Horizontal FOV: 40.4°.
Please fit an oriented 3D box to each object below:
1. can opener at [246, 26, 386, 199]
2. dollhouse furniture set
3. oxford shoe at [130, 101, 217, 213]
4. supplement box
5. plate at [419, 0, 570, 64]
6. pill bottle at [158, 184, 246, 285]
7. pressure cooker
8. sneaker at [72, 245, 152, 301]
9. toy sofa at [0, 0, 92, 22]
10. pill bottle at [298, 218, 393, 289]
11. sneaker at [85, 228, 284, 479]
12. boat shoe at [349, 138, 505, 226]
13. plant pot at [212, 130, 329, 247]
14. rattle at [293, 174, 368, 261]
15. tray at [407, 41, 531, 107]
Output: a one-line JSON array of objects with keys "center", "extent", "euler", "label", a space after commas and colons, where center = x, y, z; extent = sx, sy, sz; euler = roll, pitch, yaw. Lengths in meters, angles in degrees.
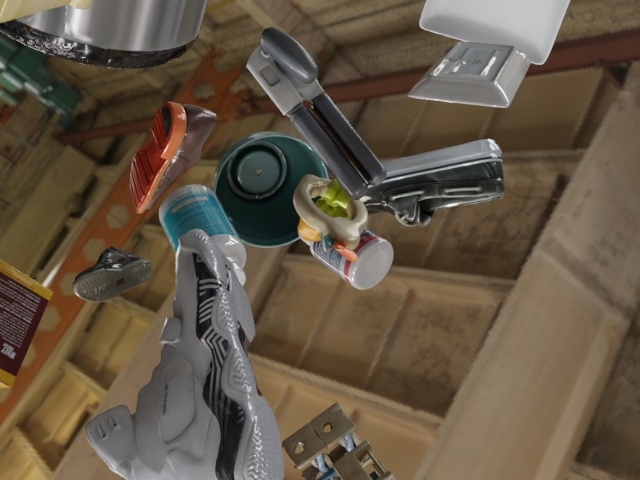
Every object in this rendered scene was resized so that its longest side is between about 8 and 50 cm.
[{"center": [-0.006, -0.192, 1.302], "extent": [0.076, 0.283, 0.095], "euler": [-37, 175, -11], "label": "can opener"}, {"center": [0.041, 0.413, 1.533], "extent": [0.129, 0.129, 0.183], "euler": [-34, -135, -9], "label": "dollhouse furniture set"}, {"center": [-0.262, -0.134, 1.530], "extent": [0.271, 0.098, 0.096], "euler": [-48, -126, 46], "label": "oxford shoe"}, {"center": [-0.617, 0.136, 1.532], "extent": [0.129, 0.191, 0.194], "euler": [-10, -127, 37], "label": "supplement box"}, {"center": [0.370, -0.523, 1.757], "extent": [0.045, 0.277, 0.278], "euler": [-67, 175, -54], "label": "plate"}, {"center": [-0.259, 0.006, 1.961], "extent": [0.146, 0.146, 0.264], "euler": [-44, -130, 14], "label": "pill bottle"}, {"center": [-0.306, -0.507, 1.270], "extent": [0.375, 0.370, 0.420], "euler": [-85, -167, -56], "label": "pressure cooker"}, {"center": [-0.521, 0.079, 2.073], "extent": [0.118, 0.222, 0.083], "euler": [24, -67, 31], "label": "sneaker"}, {"center": [-0.333, -0.420, 0.891], "extent": [0.177, 0.362, 0.150], "euler": [-33, 176, -42], "label": "toy sofa"}, {"center": [0.043, 0.007, 1.676], "extent": [0.180, 0.108, 0.108], "euler": [35, -94, 38], "label": "pill bottle"}, {"center": [-0.185, 0.168, 1.092], "extent": [0.210, 0.137, 0.365], "euler": [-19, -114, 6], "label": "sneaker"}, {"center": [0.166, -0.083, 1.556], "extent": [0.335, 0.121, 0.119], "euler": [-16, -104, 28], "label": "boat shoe"}, {"center": [-0.143, -0.153, 2.222], "extent": [0.293, 0.293, 0.196], "euler": [-48, -154, 6], "label": "plant pot"}, {"center": [0.000, 0.000, 1.355], "extent": [0.143, 0.130, 0.199], "euler": [-42, -140, 26], "label": "rattle"}, {"center": [0.233, -0.260, 1.317], "extent": [0.145, 0.030, 0.270], "euler": [8, -152, 17], "label": "tray"}]
